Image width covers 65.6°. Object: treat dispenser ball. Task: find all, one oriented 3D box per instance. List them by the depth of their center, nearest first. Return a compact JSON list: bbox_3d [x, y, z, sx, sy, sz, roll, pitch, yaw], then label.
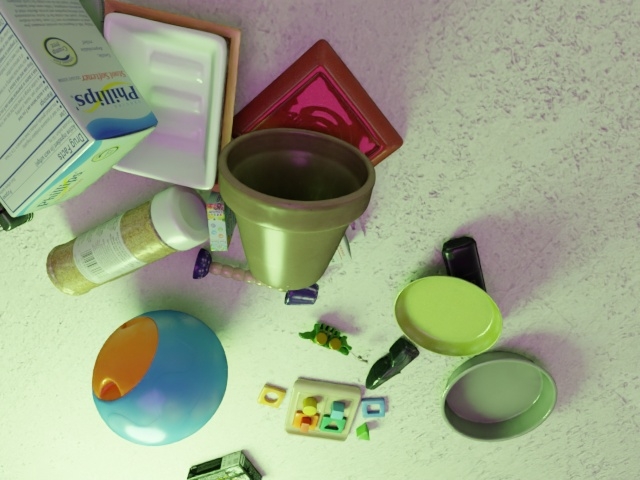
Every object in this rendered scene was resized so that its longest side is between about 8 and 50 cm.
[{"bbox_3d":[-0.349,0.299,1.098,0.287,0.288,0.289,0,119,0],"label":"treat dispenser ball"}]

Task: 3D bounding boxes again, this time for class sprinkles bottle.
[{"bbox_3d":[-0.391,0.005,1.003,0.355,0.121,0.121,-21,117,23],"label":"sprinkles bottle"}]

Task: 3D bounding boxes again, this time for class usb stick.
[{"bbox_3d":[0.338,0.115,1.131,0.077,0.045,0.278,-18,117,6],"label":"usb stick"}]

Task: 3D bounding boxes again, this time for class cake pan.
[{"bbox_3d":[0.451,0.400,1.279,0.292,0.054,0.294,0,119,0],"label":"cake pan"}]

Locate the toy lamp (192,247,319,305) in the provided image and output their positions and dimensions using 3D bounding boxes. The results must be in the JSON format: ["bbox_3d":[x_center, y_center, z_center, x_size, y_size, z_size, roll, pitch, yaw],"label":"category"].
[{"bbox_3d":[-0.139,0.087,1.103,0.274,0.080,0.080,16,118,-5],"label":"toy lamp"}]

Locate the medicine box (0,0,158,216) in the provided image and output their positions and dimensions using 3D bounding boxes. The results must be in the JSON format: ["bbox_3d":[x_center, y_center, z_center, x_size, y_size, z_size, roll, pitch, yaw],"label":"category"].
[{"bbox_3d":[-0.459,-0.230,0.797,0.263,0.149,0.289,-27,100,31],"label":"medicine box"}]

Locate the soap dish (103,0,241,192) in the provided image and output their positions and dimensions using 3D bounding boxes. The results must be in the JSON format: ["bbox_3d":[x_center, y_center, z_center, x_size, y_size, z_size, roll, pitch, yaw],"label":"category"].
[{"bbox_3d":[-0.259,-0.249,0.883,0.228,0.118,0.291,13,118,2],"label":"soap dish"}]

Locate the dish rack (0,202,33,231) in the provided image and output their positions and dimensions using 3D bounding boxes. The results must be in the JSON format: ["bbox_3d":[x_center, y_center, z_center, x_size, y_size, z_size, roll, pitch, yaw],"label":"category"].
[{"bbox_3d":[-0.772,-0.075,1.024,0.271,0.074,0.208,-19,116,12],"label":"dish rack"}]

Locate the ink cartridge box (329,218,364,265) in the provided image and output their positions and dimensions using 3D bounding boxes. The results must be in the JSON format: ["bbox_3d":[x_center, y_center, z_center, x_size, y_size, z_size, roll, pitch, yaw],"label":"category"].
[{"bbox_3d":[0.000,0.000,1.053,0.180,0.060,0.104,-16,127,9],"label":"ink cartridge box"}]

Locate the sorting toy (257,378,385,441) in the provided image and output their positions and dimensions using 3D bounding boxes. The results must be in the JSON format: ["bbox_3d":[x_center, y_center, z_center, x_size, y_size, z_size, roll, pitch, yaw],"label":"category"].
[{"bbox_3d":[0.001,0.464,1.322,0.347,0.047,0.196,9,118,-4],"label":"sorting toy"}]

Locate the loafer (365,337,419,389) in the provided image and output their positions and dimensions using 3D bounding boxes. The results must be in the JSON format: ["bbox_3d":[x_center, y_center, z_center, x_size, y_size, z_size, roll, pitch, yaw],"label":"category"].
[{"bbox_3d":[0.177,0.319,1.235,0.061,0.062,0.170,30,116,-20],"label":"loafer"}]

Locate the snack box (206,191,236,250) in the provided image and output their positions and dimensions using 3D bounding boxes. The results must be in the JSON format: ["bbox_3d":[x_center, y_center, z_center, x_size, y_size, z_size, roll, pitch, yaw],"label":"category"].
[{"bbox_3d":[-0.193,-0.057,0.986,0.037,0.141,0.100,-1,118,0],"label":"snack box"}]

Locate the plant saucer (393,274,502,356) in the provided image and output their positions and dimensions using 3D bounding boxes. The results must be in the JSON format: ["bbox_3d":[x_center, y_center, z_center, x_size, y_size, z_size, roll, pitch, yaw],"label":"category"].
[{"bbox_3d":[0.288,0.166,1.128,0.240,0.037,0.241,13,129,16],"label":"plant saucer"}]

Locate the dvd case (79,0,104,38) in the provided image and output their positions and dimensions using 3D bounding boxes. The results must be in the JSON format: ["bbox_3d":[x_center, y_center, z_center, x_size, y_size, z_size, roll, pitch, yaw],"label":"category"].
[{"bbox_3d":[-0.470,-0.393,0.867,0.180,0.022,0.253,5,116,-2],"label":"dvd case"}]

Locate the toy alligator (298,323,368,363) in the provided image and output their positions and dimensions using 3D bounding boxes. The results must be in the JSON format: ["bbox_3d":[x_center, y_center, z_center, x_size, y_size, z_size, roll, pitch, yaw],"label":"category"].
[{"bbox_3d":[0.039,0.242,1.201,0.189,0.056,0.052,24,76,-12],"label":"toy alligator"}]

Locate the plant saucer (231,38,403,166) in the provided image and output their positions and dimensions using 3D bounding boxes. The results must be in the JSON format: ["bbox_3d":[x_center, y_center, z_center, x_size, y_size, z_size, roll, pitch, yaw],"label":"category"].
[{"bbox_3d":[-0.012,-0.198,0.962,0.259,0.048,0.258,-36,112,19],"label":"plant saucer"}]

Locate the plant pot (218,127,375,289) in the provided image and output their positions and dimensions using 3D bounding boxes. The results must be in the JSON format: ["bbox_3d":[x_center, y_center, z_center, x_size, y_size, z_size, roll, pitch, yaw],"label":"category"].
[{"bbox_3d":[-0.050,-0.044,0.888,0.262,0.263,0.230,6,128,-3],"label":"plant pot"}]

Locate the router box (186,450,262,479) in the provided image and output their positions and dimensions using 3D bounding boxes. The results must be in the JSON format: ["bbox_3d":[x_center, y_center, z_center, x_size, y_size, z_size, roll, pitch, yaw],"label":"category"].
[{"bbox_3d":[-0.279,0.696,1.452,0.178,0.046,0.133,-22,117,12],"label":"router box"}]
